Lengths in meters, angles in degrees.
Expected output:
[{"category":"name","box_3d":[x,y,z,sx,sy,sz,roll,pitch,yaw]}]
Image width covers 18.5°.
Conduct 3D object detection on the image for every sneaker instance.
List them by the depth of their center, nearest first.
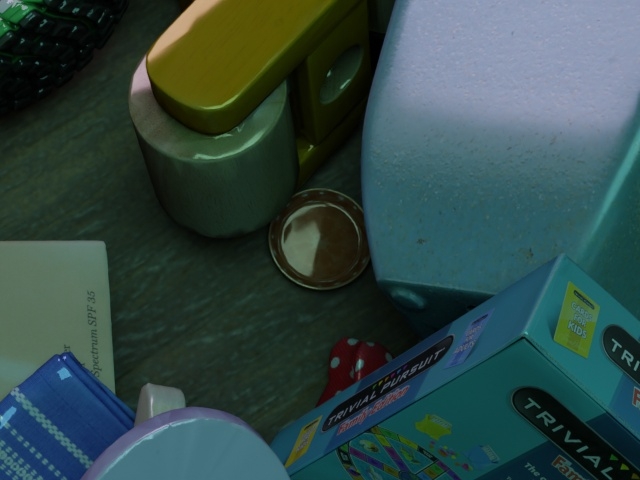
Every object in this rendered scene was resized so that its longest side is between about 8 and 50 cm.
[{"category":"sneaker","box_3d":[-0.288,-0.162,1.483,0.343,0.134,0.146,-32,76,-2]}]

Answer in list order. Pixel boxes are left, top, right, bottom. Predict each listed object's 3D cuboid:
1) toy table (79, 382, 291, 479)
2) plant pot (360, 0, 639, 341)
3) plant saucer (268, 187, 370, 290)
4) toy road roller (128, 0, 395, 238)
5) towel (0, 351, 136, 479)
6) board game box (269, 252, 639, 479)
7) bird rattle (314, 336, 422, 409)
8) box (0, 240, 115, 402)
[{"category":"toy table","box_3d":[-0.112,0.230,1.286,0.252,0.161,0.274,22,93,-18]},{"category":"plant pot","box_3d":[0.169,-0.029,1.380,0.247,0.248,0.252,6,61,33]},{"category":"plant saucer","box_3d":[0.000,0.000,1.549,0.083,0.013,0.083,1,74,-5]},{"category":"toy road roller","box_3d":[-0.062,-0.191,1.509,0.240,0.202,0.329,34,71,18]},{"category":"towel","box_3d":[-0.213,0.270,1.362,0.336,0.040,0.243,-45,109,-7]},{"category":"board game box","box_3d":[0.137,0.177,1.318,0.254,0.336,0.079,41,49,-11]},{"category":"bird rattle","box_3d":[0.131,0.127,1.496,0.253,0.143,0.207,26,61,15]},{"category":"box","box_3d":[-0.313,0.081,1.405,0.311,0.121,0.148,-1,75,-19]}]
